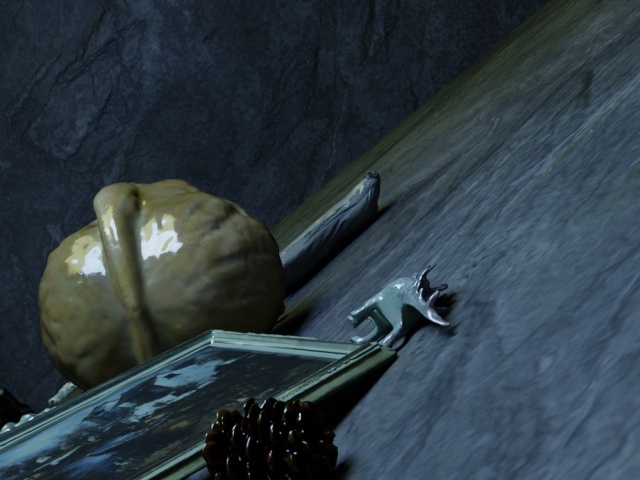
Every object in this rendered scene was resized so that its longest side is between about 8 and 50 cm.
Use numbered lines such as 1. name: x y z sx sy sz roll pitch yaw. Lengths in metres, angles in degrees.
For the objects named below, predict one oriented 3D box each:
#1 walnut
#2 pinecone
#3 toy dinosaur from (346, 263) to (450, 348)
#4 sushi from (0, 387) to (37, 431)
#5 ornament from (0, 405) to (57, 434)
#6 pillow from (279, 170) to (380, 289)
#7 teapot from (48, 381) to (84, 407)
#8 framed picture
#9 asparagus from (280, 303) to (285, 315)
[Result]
1. walnut: -0.188 0.065 1.321 0.296 0.285 0.285 -17 7 4
2. pinecone: -0.030 0.134 0.700 0.083 0.077 0.077 -22 15 39
3. toy dinosaur: 0.067 0.052 0.892 0.082 0.039 0.209 -38 6 -10
4. sushi: -0.548 0.371 1.655 0.211 0.171 0.350 -32 9 38
5. ornament: -0.205 0.205 1.043 0.285 0.130 0.120 -20 25 52
6. pillow: 0.000 0.000 1.679 0.255 0.059 0.169 -42 0 -27
7. teapot: -0.339 0.260 1.511 0.077 0.107 0.200 -38 4 37
8. framed picture: -0.121 0.126 0.841 0.296 0.019 0.232 -25 16 -40
9. asparagus: -0.126 0.139 1.531 0.248 0.024 0.025 -36 -1 41
